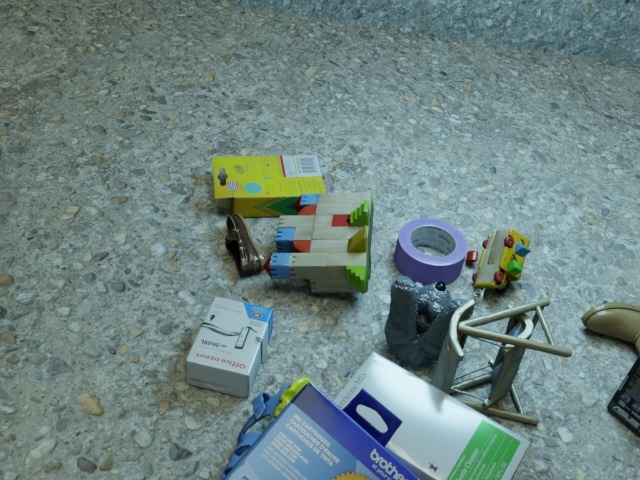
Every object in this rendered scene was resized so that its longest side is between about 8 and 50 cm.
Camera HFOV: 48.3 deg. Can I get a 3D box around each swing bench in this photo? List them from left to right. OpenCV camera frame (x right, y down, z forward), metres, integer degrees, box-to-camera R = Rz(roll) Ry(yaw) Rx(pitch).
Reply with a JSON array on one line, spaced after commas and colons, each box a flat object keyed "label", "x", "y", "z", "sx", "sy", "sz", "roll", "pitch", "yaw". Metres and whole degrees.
[{"label": "swing bench", "x": 0.365, "y": 0.266, "z": 1.553, "sx": 0.254, "sy": 0.253, "sz": 0.165, "roll": 1, "pitch": 42, "yaw": -8}]

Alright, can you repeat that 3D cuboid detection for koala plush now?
[{"label": "koala plush", "x": 0.258, "y": 0.175, "z": 1.725, "sx": 0.196, "sy": 0.203, "sz": 0.221, "roll": 21, "pitch": 23, "yaw": 11}]

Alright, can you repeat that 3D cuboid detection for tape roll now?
[{"label": "tape roll", "x": 0.297, "y": 0.029, "z": 1.932, "sx": 0.188, "sy": 0.080, "sz": 0.189, "roll": 4, "pitch": 43, "yaw": -4}]

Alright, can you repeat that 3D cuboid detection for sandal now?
[{"label": "sandal", "x": -0.119, "y": 0.418, "z": 1.443, "sx": 0.138, "sy": 0.126, "sz": 0.317, "roll": -8, "pitch": 35, "yaw": 43}]

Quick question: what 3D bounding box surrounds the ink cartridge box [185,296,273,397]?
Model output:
[{"label": "ink cartridge box", "x": -0.204, "y": 0.240, "z": 1.628, "sx": 0.148, "sy": 0.086, "sz": 0.203, "roll": 12, "pitch": 42, "yaw": 5}]

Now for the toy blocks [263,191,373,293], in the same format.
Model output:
[{"label": "toy blocks", "x": 0.000, "y": 0.000, "z": 1.876, "sx": 0.260, "sy": 0.191, "sz": 0.382, "roll": 0, "pitch": 42, "yaw": 9}]

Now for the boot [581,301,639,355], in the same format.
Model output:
[{"label": "boot", "x": 0.785, "y": 0.277, "z": 1.723, "sx": 0.236, "sy": 0.089, "sz": 0.270, "roll": 1, "pitch": 44, "yaw": -6}]

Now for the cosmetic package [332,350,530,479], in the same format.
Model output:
[{"label": "cosmetic package", "x": 0.202, "y": 0.413, "z": 1.444, "sx": 0.365, "sy": 0.155, "sz": 0.197, "roll": 28, "pitch": 48, "yaw": 20}]

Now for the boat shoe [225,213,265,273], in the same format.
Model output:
[{"label": "boat shoe", "x": -0.216, "y": 0.006, "z": 1.892, "sx": 0.073, "sy": 0.073, "sz": 0.207, "roll": -12, "pitch": 45, "yaw": -23}]

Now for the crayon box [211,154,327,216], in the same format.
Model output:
[{"label": "crayon box", "x": -0.153, "y": -0.161, "z": 2.078, "sx": 0.318, "sy": 0.081, "sz": 0.202, "roll": -1, "pitch": 43, "yaw": -10}]

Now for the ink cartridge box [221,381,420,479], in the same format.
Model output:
[{"label": "ink cartridge box", "x": -0.016, "y": 0.448, "z": 1.266, "sx": 0.270, "sy": 0.151, "sz": 0.395, "roll": 39, "pitch": 63, "yaw": 9}]

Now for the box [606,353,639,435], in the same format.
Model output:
[{"label": "box", "x": 0.822, "y": 0.367, "z": 1.457, "sx": 0.097, "sy": 0.318, "sz": 0.395, "roll": -25, "pitch": 50, "yaw": -30}]

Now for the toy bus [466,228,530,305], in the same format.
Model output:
[{"label": "toy bus", "x": 0.482, "y": 0.071, "z": 1.888, "sx": 0.104, "sy": 0.202, "sz": 0.191, "roll": 28, "pitch": 29, "yaw": -23}]
